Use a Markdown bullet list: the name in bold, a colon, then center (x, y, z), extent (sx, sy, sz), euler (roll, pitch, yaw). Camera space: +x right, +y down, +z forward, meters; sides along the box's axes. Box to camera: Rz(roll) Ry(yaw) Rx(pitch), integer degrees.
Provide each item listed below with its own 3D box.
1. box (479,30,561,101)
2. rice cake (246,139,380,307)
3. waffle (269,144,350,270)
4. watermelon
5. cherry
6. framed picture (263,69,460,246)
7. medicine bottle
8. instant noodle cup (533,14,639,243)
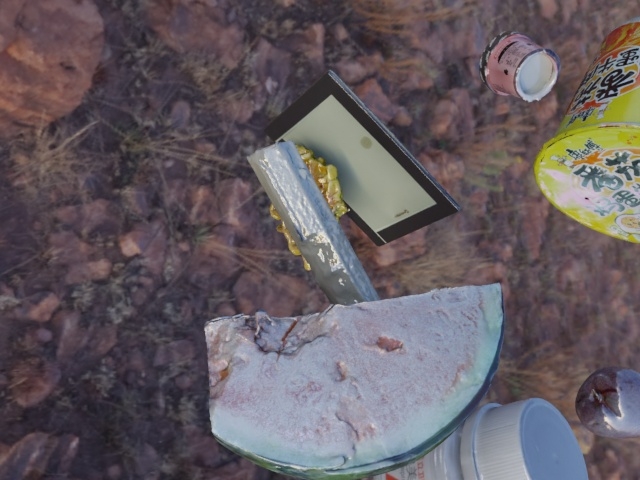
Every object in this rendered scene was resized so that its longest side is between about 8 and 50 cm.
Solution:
- **box**: center (0.468, -0.400, 1.675), extent (0.151, 0.135, 0.151), euler (-10, 120, -19)
- **rice cake**: center (0.000, 0.000, 0.837), extent (0.256, 0.057, 0.052), euler (61, -1, -1)
- **waffle**: center (-0.019, -0.059, 1.406), extent (0.056, 0.253, 0.249), euler (-23, 73, -32)
- **watermelon**: center (0.044, 0.137, 0.721), extent (0.224, 0.305, 0.180), euler (-125, -154, -77)
- **cherry**: center (0.656, 0.355, 1.583), extent (0.176, 0.176, 0.140), euler (52, 9, -30)
- **framed picture**: center (0.070, -0.139, 1.369), extent (0.347, 0.265, 0.016), euler (44, 57, -11)
- **medicine bottle**: center (0.269, 0.406, 1.232), extent (0.245, 0.306, 0.245), euler (28, 46, -34)
- **instant noodle cup**: center (0.415, -0.139, 0.882), extent (0.264, 0.264, 0.200), euler (40, 65, -39)
